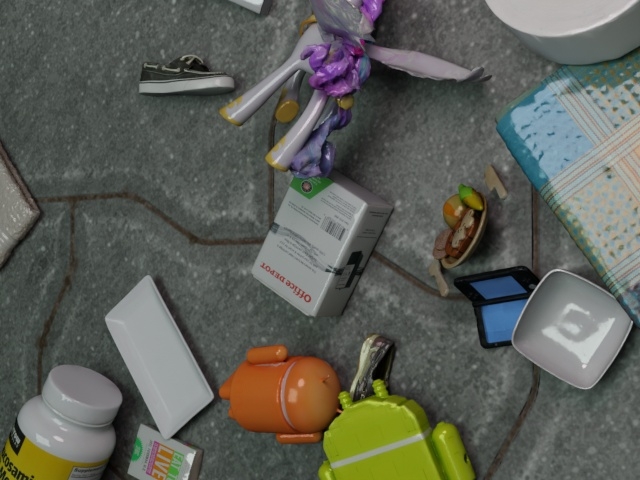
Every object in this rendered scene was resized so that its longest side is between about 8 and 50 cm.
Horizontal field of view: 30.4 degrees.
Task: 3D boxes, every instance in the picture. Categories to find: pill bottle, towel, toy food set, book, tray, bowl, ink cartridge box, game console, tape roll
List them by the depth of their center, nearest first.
[{"bbox_3d":[0.432,-0.101,1.570,0.271,0.040,0.370,-36,65,11],"label":"towel"},{"bbox_3d":[0.359,-0.388,1.603,0.286,0.100,0.286,-11,69,30],"label":"tape roll"},{"bbox_3d":[0.354,0.118,1.645,0.142,0.053,0.142,32,108,14],"label":"bowl"},{"bbox_3d":[0.266,0.098,1.715,0.122,0.107,0.071,-13,53,34],"label":"game console"},{"bbox_3d":[0.203,-0.019,1.740,0.192,0.038,0.132,-62,16,17],"label":"toy food set"},{"bbox_3d":[0.000,0.000,1.895,0.153,0.087,0.208,35,107,31],"label":"ink cartridge box"},{"bbox_3d":[-0.279,0.399,2.120,0.144,0.035,0.096,16,94,36],"label":"book"},{"bbox_3d":[-0.288,0.209,2.130,0.145,0.030,0.270,-43,66,28],"label":"tray"},{"bbox_3d":[-0.493,0.406,2.174,0.188,0.188,0.334,35,108,31],"label":"pill bottle"},{"bbox_3d":[-0.688,-0.095,2.416,0.187,0.049,0.282,-48,64,25],"label":"towel"}]

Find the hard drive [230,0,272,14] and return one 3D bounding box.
[{"bbox_3d":[-0.194,-0.541,2.027,0.307,0.040,0.203,26,104,16],"label":"hard drive"}]

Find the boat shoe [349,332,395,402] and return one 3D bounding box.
[{"bbox_3d":[0.082,0.224,1.849,0.049,0.056,0.152,12,96,40],"label":"boat shoe"}]

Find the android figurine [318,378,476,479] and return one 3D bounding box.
[{"bbox_3d":[0.107,0.350,1.801,0.248,0.056,0.273,-25,84,25],"label":"android figurine"}]

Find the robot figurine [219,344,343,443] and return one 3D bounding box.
[{"bbox_3d":[-0.057,0.251,1.906,0.219,0.128,0.158,-5,80,36],"label":"robot figurine"}]

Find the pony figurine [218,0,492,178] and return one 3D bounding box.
[{"bbox_3d":[0.031,-0.272,1.777,0.363,0.303,0.351,-57,38,11],"label":"pony figurine"}]

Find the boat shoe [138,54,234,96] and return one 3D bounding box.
[{"bbox_3d":[-0.241,-0.294,2.084,0.219,0.078,0.070,4,92,37],"label":"boat shoe"}]
